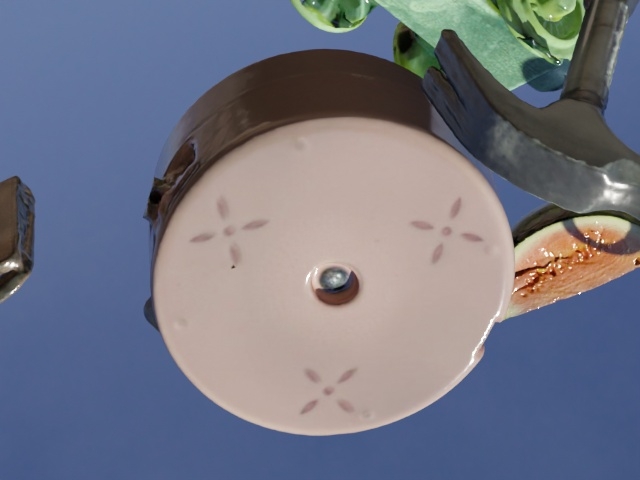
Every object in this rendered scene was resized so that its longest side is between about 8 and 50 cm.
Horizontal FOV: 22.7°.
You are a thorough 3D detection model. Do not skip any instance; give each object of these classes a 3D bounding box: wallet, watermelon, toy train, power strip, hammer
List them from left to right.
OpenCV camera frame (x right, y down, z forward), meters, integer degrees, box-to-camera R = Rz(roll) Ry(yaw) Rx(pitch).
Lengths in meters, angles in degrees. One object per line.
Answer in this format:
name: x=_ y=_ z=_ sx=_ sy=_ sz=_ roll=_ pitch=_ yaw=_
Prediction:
wallet: x=-0.234 y=0.030 z=0.947 sx=0.153 sy=0.039 sz=0.118 roll=-30 pitch=-151 yaw=9
power strip: x=0.000 y=0.000 z=0.668 sx=0.154 sy=0.154 sz=0.078 roll=-12 pitch=-152 yaw=2
toy train: x=0.094 y=-0.218 z=1.161 sx=0.159 sy=0.272 sz=0.188 roll=-24 pitch=-138 yaw=46
watermelon: x=0.208 y=-0.002 z=1.373 sx=0.163 sy=0.087 sz=0.069 roll=-24 pitch=158 yaw=12
hammer: x=0.107 y=-0.099 z=0.611 sx=0.103 sy=0.029 sz=0.246 roll=21 pitch=-136 yaw=1

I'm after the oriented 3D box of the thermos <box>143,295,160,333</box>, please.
thermos: x=0.005 y=0.025 z=1.307 sx=0.136 sy=0.109 sz=0.330 roll=36 pitch=-146 yaw=24
